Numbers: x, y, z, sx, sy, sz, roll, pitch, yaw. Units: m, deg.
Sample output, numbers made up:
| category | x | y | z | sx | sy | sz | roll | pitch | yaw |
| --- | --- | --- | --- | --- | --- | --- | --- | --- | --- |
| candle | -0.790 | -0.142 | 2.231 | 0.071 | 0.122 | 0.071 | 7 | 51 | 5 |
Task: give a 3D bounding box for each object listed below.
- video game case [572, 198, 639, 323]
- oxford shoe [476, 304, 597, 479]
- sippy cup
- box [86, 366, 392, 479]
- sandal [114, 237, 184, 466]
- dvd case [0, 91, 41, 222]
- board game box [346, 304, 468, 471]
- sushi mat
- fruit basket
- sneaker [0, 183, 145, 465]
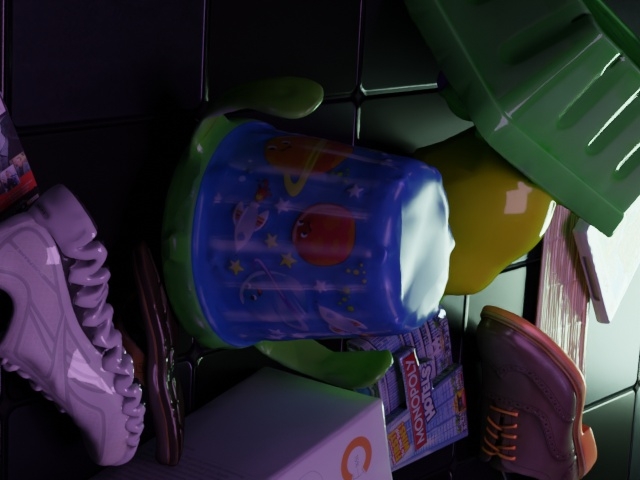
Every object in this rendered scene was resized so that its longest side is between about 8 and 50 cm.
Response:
| category | x | y | z | sx | sy | sz | roll | pitch | yaw |
| --- | --- | --- | --- | --- | --- | --- | --- | --- | --- |
| video game case | 0.423 | -0.021 | 2.241 | 0.212 | 0.023 | 0.193 | -57 | 142 | -32 |
| oxford shoe | 0.266 | 0.230 | 2.057 | 0.132 | 0.130 | 0.363 | -48 | 134 | -24 |
| sippy cup | 0.000 | 0.000 | 1.533 | 0.305 | 0.224 | 0.240 | 37 | 62 | -59 |
| box | -0.094 | 0.305 | 1.581 | 0.345 | 0.168 | 0.215 | -29 | 122 | -43 |
| sandal | -0.168 | 0.109 | 1.513 | 0.090 | 0.060 | 0.219 | -66 | 151 | -79 |
| dvd case | -0.287 | -0.056 | 1.356 | 0.087 | 0.013 | 0.119 | -44 | 133 | -36 |
| board game box | 0.091 | 0.188 | 1.872 | 0.194 | 0.060 | 0.194 | -34 | 125 | -43 |
| sushi mat | 0.341 | 0.054 | 2.186 | 0.151 | 0.019 | 0.316 | -11 | 109 | -49 |
| fruit basket | 0.211 | -0.118 | 1.837 | 0.392 | 0.283 | 0.392 | -17 | 146 | -12 |
| sneaker | -0.236 | 0.091 | 1.409 | 0.118 | 0.110 | 0.292 | -25 | 126 | -20 |
